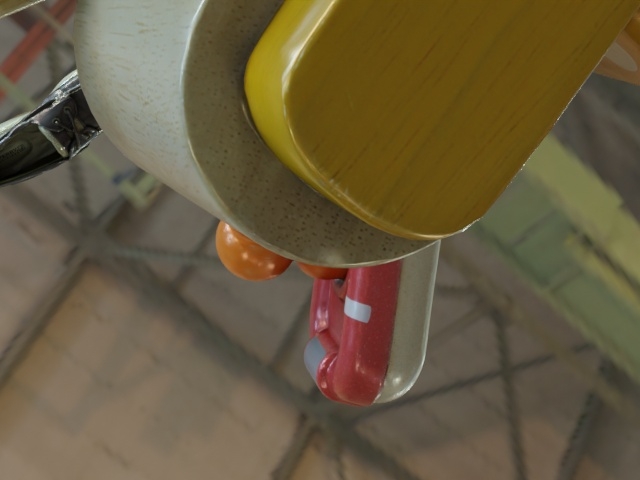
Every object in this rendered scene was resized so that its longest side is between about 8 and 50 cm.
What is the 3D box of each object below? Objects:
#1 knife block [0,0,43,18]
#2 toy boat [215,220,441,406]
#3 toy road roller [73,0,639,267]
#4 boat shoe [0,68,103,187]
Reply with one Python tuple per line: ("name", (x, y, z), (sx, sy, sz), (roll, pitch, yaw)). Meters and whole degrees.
("knife block", (-0.071, -0.165, 0.755), (0.276, 0.088, 0.242), (-64, -32, -9))
("toy boat", (0.000, 0.000, 1.340), (0.151, 0.151, 0.231), (4, -78, -12))
("toy road roller", (0.100, -0.107, 0.645), (0.240, 0.202, 0.329), (40, -93, -25))
("boat shoe", (-0.194, -0.082, 1.398), (0.056, 0.152, 0.049), (48, -163, -29))
